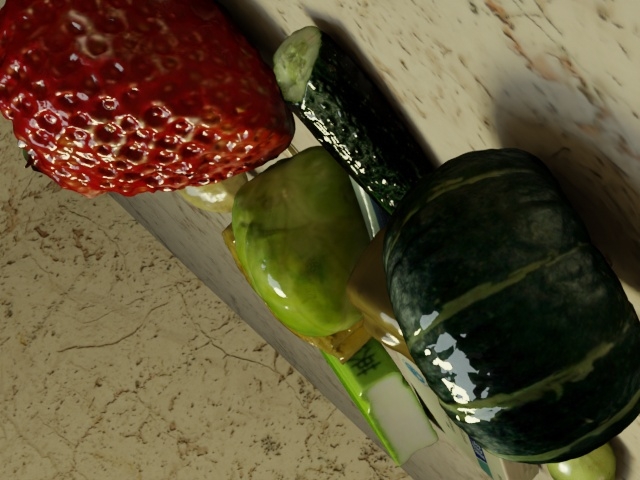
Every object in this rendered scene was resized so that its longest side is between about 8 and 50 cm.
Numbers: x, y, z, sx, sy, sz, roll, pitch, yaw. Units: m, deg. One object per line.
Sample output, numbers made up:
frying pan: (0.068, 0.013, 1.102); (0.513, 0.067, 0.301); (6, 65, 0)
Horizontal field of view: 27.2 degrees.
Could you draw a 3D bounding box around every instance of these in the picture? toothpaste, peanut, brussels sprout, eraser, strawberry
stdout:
toothpaste: (0.048, -0.067, 1.356); (0.035, 0.057, 0.197); (15, 136, 48)
peanut: (-0.214, -0.131, 2.061); (0.274, 0.111, 0.125); (41, 173, 27)
brussels sprout: (0.000, 0.000, 1.449); (0.161, 0.223, 0.223); (-13, 131, 33)
eraser: (0.069, 0.200, 2.103); (0.274, 0.092, 0.210); (55, 175, 48)
strawberry: (-0.195, -0.187, 1.451); (0.292, 0.310, 0.292); (-12, -90, -86)

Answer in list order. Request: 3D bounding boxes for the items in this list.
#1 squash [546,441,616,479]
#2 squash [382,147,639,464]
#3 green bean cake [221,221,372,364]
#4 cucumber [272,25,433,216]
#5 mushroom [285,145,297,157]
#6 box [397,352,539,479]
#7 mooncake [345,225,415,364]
squash: (0.324, 0.284, 1.634); (0.083, 0.083, 0.250); (41, 173, 23)
squash: (0.153, 0.053, 1.035); (0.252, 0.165, 0.252); (55, -166, -21)
green bean cake: (-0.025, 0.055, 1.969); (0.224, 0.131, 0.230); (38, 167, 42)
cucumber: (0.046, -0.095, 1.256); (0.241, 0.074, 0.074); (47, 170, -27)
mushroom: (-0.005, -0.073, 1.707); (0.286, 0.026, 0.028); (45, -174, -9)
box: (0.218, 0.248, 1.938); (0.200, 0.065, 0.343); (42, 170, 28)
mooncake: (0.142, 0.086, 1.334); (0.235, 0.117, 0.235); (33, 179, 0)
